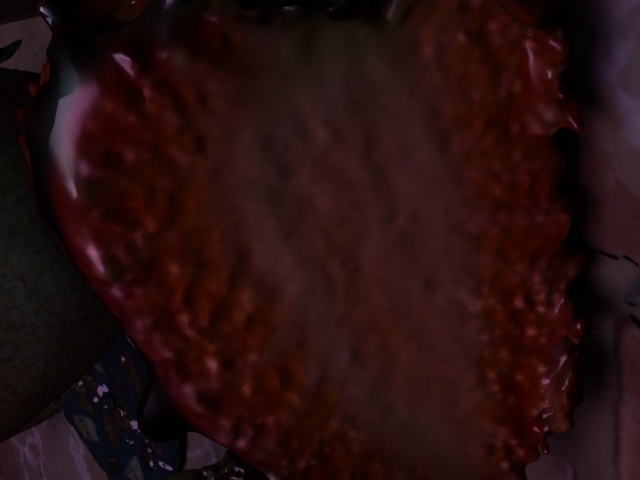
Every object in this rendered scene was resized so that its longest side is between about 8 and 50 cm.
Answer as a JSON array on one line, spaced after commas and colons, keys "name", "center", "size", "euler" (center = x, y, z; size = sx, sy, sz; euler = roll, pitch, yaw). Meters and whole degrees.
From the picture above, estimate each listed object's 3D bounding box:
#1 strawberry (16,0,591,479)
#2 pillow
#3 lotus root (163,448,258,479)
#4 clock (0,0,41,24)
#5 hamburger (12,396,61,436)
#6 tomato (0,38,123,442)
[{"name": "strawberry", "center": [0.000, 0.000, 0.484], "size": [0.137, 0.234, 0.306], "euler": [-118, 14, -61]}, {"name": "pillow", "center": [-0.194, 0.153, 0.986], "size": [0.189, 0.034, 0.255], "euler": [41, 138, 28]}, {"name": "lotus root", "center": [-0.093, 0.282, 0.820], "size": [0.169, 0.152, 0.342], "euler": [45, 144, 26]}, {"name": "clock", "center": [-0.123, -0.153, 0.468], "size": [0.275, 0.290, 0.080], "euler": [-2, 108, 47]}, {"name": "hamburger", "center": [-0.417, 0.178, 1.144], "size": [0.155, 0.208, 0.135], "euler": [58, 143, 1]}, {"name": "tomato", "center": [-0.257, 0.015, 0.754], "size": [0.303, 0.303, 0.239], "euler": [-13, 116, 56]}]
